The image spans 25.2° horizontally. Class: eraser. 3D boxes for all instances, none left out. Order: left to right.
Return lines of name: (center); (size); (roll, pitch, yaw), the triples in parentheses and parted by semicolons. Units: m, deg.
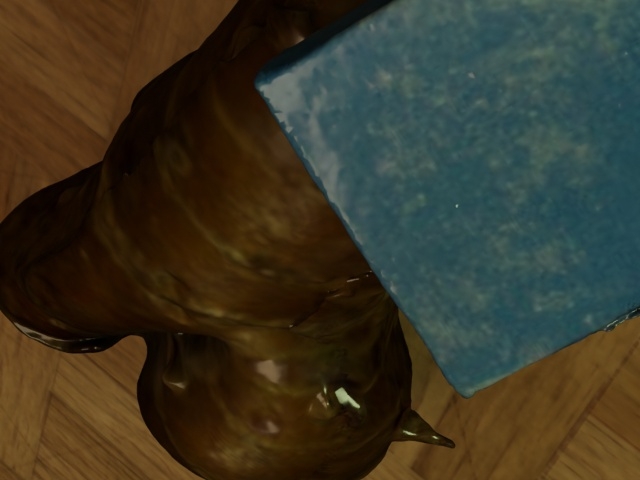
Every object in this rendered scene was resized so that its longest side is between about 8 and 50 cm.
eraser: (0.145, -0.078, 0.478); (0.311, 0.043, 0.144); (-31, 104, 14)

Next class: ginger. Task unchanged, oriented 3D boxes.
ginger: (0.000, 0.000, 0.696); (0.254, 0.176, 0.418); (41, 138, -7)
